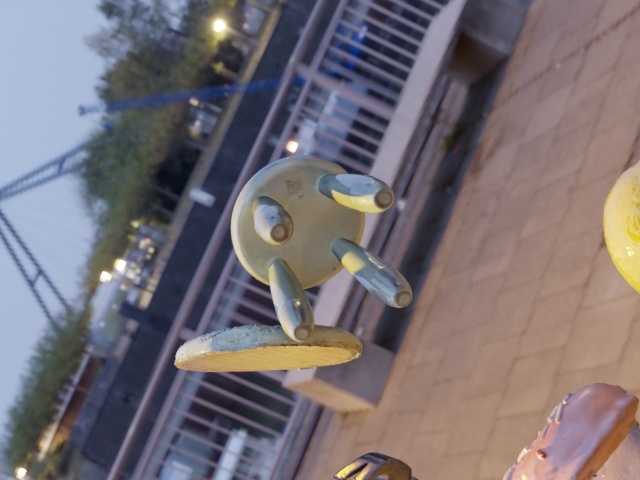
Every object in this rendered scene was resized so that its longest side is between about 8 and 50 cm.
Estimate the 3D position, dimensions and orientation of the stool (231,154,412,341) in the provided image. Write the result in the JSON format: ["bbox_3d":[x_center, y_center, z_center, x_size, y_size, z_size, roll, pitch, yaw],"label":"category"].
[{"bbox_3d":[0.000,0.000,1.481,0.198,0.195,0.195,-141,35,-63],"label":"stool"}]

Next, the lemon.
[{"bbox_3d":[0.532,-0.003,1.583,0.240,0.240,0.219,123,147,-45],"label":"lemon"}]

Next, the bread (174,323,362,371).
[{"bbox_3d":[-0.074,0.153,1.574,0.267,0.266,0.041,136,132,-70],"label":"bread"}]

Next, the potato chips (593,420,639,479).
[{"bbox_3d":[0.566,0.435,2.122,0.150,0.049,0.202,46,125,57],"label":"potato chips"}]

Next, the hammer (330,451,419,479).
[{"bbox_3d":[0.018,0.349,1.122,0.037,0.137,0.290,10,64,37],"label":"hammer"}]

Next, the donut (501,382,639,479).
[{"bbox_3d":[0.290,0.273,1.357,0.199,0.085,0.233,-45,-19,-22],"label":"donut"}]
